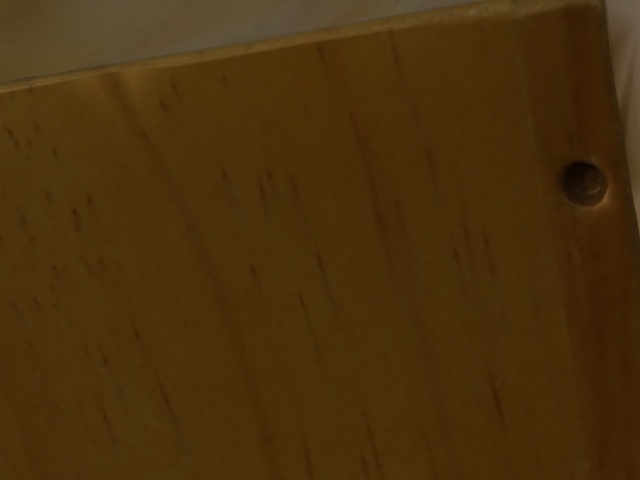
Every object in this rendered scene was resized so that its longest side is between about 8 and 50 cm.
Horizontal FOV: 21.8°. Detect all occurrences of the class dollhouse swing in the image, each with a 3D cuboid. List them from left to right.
[{"bbox_3d":[-0.005,-0.012,0.719,0.346,0.315,0.305,-7,10,22],"label":"dollhouse swing"}]
